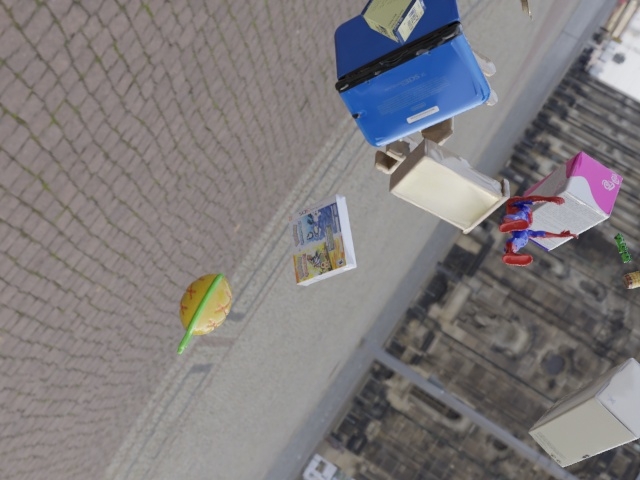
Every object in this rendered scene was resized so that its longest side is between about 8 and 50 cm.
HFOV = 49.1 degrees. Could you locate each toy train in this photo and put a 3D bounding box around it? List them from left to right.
[{"bbox_3d":[0.819,0.021,1.902,0.017,0.083,0.024,0,158,-42],"label":"toy train"}]

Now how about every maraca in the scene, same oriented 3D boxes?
[{"bbox_3d":[-0.245,0.149,1.443,0.185,0.099,0.127,-61,178,8],"label":"maraca"}]

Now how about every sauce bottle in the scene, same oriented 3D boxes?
[{"bbox_3d":[0.878,0.096,1.880,0.128,0.042,0.042,-17,165,-1],"label":"sauce bottle"}]

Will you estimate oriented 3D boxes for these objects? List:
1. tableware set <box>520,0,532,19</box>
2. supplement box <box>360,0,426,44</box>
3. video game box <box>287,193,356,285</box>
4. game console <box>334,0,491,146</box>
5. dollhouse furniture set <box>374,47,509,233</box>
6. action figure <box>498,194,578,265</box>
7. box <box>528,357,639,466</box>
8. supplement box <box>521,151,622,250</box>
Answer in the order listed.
[{"bbox_3d":[0.496,-0.635,1.726,0.168,0.020,0.141,63,23,-48],"label":"tableware set"},{"bbox_3d":[0.136,-0.427,1.305,0.083,0.083,0.056,-57,159,4],"label":"supplement box"},{"bbox_3d":[0.000,0.000,1.897,0.048,0.205,0.187,9,155,-45],"label":"video game box"},{"bbox_3d":[0.191,-0.382,1.501,0.293,0.250,0.173,-20,-153,30],"label":"game console"},{"bbox_3d":[0.346,-0.257,1.889,0.362,0.257,0.394,-47,-156,43],"label":"dollhouse furniture set"},{"bbox_3d":[0.394,-0.028,1.253,0.280,0.139,0.091,-42,127,-70],"label":"action figure"},{"bbox_3d":[0.486,0.312,1.245,0.113,0.094,0.275,-37,164,-22],"label":"box"},{"bbox_3d":[0.526,-0.080,1.516,0.111,0.114,0.220,-60,-177,-24],"label":"supplement box"}]
